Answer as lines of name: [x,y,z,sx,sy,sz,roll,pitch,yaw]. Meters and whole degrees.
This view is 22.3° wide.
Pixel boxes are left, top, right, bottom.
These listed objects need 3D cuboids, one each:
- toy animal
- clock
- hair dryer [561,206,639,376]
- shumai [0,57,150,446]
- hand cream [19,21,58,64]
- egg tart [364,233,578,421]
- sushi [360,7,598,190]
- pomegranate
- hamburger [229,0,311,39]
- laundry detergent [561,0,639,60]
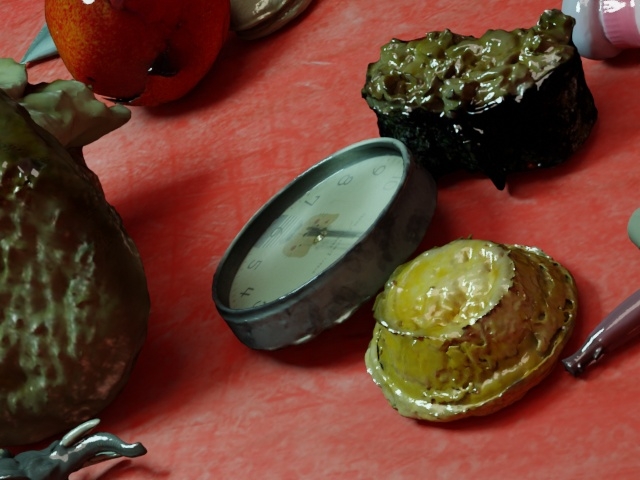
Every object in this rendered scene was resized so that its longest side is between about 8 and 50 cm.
toy animal: [-0.283,0.214,1.415,0.269,0.082,0.137,-31,37,-2]
clock: [0.000,0.000,1.425,0.226,0.049,0.226,-35,23,17]
hair dryer: [0.238,0.042,1.225,0.154,0.054,0.106,-44,31,-7]
shumai: [-0.304,-0.029,1.537,0.324,0.397,0.323,-47,4,27]
hand cream: [-0.251,-0.292,2.013,0.312,0.070,0.111,-10,44,36]
egg tart: [0.113,0.058,1.285,0.191,0.074,0.191,-20,37,16]
sushi: [0.131,-0.120,1.445,0.212,0.115,0.147,3,49,40]
pomegranate: [-0.206,-0.247,1.804,0.210,0.210,0.235,-55,6,-28]
hamburger: [-0.059,-0.267,1.839,0.121,0.054,0.084,-32,38,9]
laundry detergent: [0.364,-0.202,1.380,0.335,0.088,0.159,-1,47,40]
